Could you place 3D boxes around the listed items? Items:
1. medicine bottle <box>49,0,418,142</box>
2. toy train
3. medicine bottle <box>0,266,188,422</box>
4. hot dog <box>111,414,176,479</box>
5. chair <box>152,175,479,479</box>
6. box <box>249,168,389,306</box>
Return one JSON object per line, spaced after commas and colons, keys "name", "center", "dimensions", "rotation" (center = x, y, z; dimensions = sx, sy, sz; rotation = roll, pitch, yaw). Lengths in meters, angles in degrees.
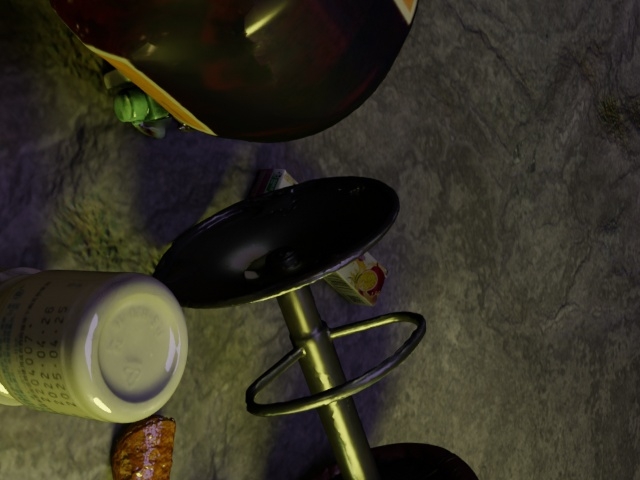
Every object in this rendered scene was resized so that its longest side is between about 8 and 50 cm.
{"name": "medicine bottle", "center": [-0.084, -0.228, 0.632], "dimensions": [0.395, 0.242, 0.243], "rotation": [47, 53, -66]}
{"name": "toy train", "center": [-0.107, -0.161, 0.899], "dimensions": [0.194, 0.080, 0.125], "rotation": [-22, 98, -44]}
{"name": "medicine bottle", "center": [-0.184, 0.072, 0.727], "dimensions": [0.105, 0.168, 0.105], "rotation": [-1, 92, -51]}
{"name": "hot dog", "center": [-0.149, 0.190, 0.877], "dimensions": [0.058, 0.035, 0.083], "rotation": [16, 78, -50]}
{"name": "chair", "center": [0.019, 0.165, 0.935], "dimensions": [0.226, 0.226, 0.401], "rotation": [-42, 122, -42]}
{"name": "box", "center": [0.000, 0.000, 1.057], "dimensions": [0.207, 0.041, 0.050], "rotation": [43, 61, -42]}
